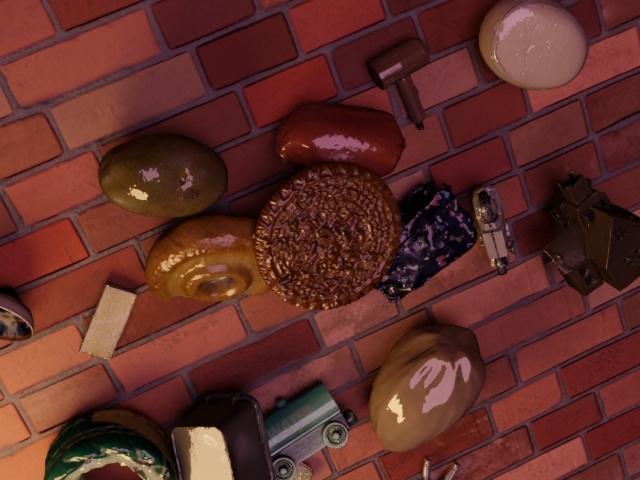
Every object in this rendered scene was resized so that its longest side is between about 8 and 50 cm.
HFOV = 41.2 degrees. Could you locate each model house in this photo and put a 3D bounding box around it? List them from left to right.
[{"bbox_3d":[0.552,-0.028,1.781,0.204,0.211,0.243,-40,118,-2],"label":"model house"}]

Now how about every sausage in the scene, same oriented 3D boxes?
[{"bbox_3d":[0.046,-0.193,1.634,0.255,0.148,0.148,7,105,-18],"label":"sausage"}]

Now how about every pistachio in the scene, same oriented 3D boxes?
[{"bbox_3d":[0.218,0.318,1.818,0.331,0.208,0.226,-56,155,13],"label":"pistachio"}]

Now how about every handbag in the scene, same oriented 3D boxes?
[{"bbox_3d":[0.189,-0.001,1.748,0.260,0.113,0.162,-39,115,1],"label":"handbag"}]

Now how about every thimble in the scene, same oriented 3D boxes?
[{"bbox_3d":[-0.413,0.488,1.707,0.254,0.167,0.288,-25,111,-6],"label":"thimble"}]

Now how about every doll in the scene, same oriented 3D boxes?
[{"bbox_3d":[0.251,0.620,1.990,0.114,0.057,0.227,12,95,-25],"label":"doll"}]

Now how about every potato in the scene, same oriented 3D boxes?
[{"bbox_3d":[-0.276,-0.117,1.558,0.252,0.174,0.159,9,98,-33],"label":"potato"}]

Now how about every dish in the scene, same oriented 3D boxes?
[{"bbox_3d":[-0.594,0.121,1.595,0.141,0.078,0.141,9,144,7],"label":"dish"}]

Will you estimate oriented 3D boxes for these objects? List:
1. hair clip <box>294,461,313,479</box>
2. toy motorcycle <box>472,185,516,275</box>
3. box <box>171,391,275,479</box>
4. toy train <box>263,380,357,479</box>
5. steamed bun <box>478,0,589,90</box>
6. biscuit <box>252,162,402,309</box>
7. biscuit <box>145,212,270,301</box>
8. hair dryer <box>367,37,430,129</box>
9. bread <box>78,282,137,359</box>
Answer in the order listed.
[{"bbox_3d":[-0.081,0.498,1.876,0.137,0.022,0.054,28,98,-13],"label":"hair clip"},{"bbox_3d":[0.358,-0.037,1.777,0.074,0.151,0.228,-14,132,15],"label":"toy motorcycle"},{"bbox_3d":[-0.200,0.443,1.721,0.163,0.135,0.243,-5,101,24],"label":"box"},{"bbox_3d":[-0.049,0.409,1.820,0.248,0.101,0.159,-31,89,-8],"label":"toy train"},{"bbox_3d":[0.414,-0.393,1.675,0.228,0.130,0.177,17,112,-21],"label":"steamed bun"},{"bbox_3d":[0.020,-0.002,1.607,0.306,0.038,0.305,-8,113,-20],"label":"biscuit"},{"bbox_3d":[-0.200,0.039,1.635,0.274,0.091,0.213,-4,144,-9],"label":"biscuit"},{"bbox_3d":[0.176,-0.300,1.684,0.117,0.064,0.181,-30,120,-6],"label":"hair dryer"},{"bbox_3d":[-0.419,0.160,1.677,0.068,0.028,0.153,20,100,-20],"label":"bread"}]
